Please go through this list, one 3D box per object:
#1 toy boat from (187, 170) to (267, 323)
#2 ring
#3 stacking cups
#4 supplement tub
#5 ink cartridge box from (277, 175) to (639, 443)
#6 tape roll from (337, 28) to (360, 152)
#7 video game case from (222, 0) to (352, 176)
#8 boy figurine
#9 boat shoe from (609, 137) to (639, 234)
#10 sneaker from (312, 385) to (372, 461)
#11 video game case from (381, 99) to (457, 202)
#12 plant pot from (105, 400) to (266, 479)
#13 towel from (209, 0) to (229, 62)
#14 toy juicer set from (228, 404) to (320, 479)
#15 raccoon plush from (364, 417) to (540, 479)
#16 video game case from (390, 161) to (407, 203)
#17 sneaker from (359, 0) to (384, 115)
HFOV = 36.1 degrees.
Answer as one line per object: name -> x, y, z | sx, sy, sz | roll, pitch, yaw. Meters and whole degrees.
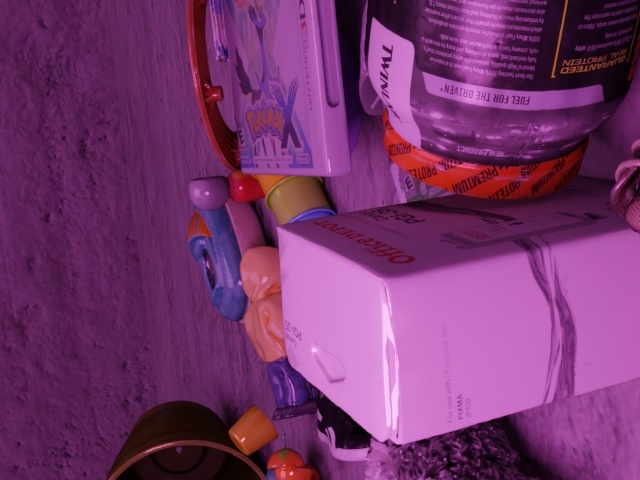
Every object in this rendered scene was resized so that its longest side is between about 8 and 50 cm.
toy boat -> -0.167, -0.017, 1.709 | 0.318, 0.148, 0.267 | 108, 146, -53
ring -> -0.130, -0.270, 1.456 | 0.336, 0.032, 0.336 | -5, -90, -80
stacking cups -> 0.000, 0.000, 1.378 | 0.316, 0.096, 0.096 | 63, 154, 29
supplement tub -> 0.140, -0.214, 0.710 | 0.207, 0.207, 0.338 | -126, 33, -50
ink cartridge box -> 0.132, 0.036, 0.739 | 0.207, 0.283, 0.117 | -155, 57, -65
tape roll -> -0.020, -0.196, 1.329 | 0.189, 0.080, 0.189 | 171, 90, -70
video game case -> -0.054, -0.231, 1.234 | 0.329, 0.036, 0.299 | -169, 71, -68
boy figurine -> -0.070, 0.150, 1.616 | 0.177, 0.092, 0.285 | 141, 118, -67
boat shoe -> 0.257, -0.028, 0.596 | 0.132, 0.130, 0.355 | -167, 68, -68
sneaker -> 0.034, 0.234, 1.391 | 0.217, 0.079, 0.121 | 177, 82, -71
video game case -> 0.130, -0.146, 0.980 | 0.212, 0.023, 0.193 | -30, 71, 59
plant pot -> -0.296, 0.517, 2.091 | 0.353, 0.367, 0.366 | -128, 32, -72
towel -> -0.166, -0.432, 1.614 | 0.209, 0.034, 0.285 | -111, 16, -81
toy juicer set -> -0.019, 0.429, 1.642 | 0.209, 0.089, 0.329 | 24, 145, 51
raccoon plush -> 0.209, 0.243, 0.903 | 0.446, 0.216, 0.299 | -21, 63, 40
video game case -> 0.138, -0.036, 1.068 | 0.190, 0.022, 0.173 | 135, 122, -66
sneaker -> 0.071, -0.220, 1.131 | 0.061, 0.054, 0.152 | -106, 18, -62
